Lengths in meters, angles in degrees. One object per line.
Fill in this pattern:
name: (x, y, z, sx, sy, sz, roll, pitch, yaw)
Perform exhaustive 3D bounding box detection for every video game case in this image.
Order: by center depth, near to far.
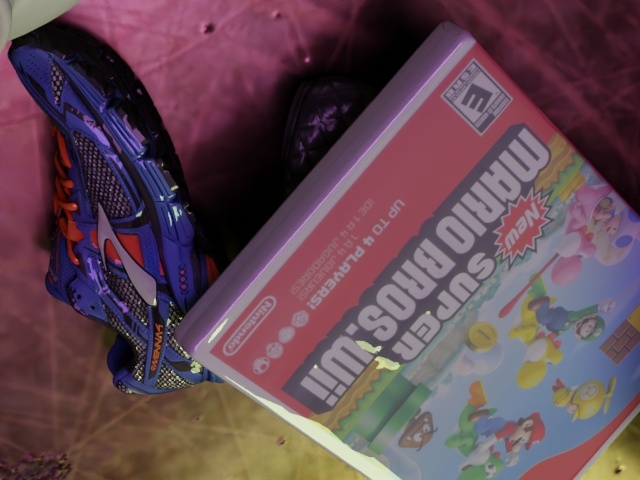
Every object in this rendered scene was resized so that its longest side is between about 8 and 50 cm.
video game case: (0.082, 0.043, 0.848, 0.204, 0.025, 0.285, -49, 130, 2)

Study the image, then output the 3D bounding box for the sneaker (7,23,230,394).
sneaker: (-0.102, -0.004, 0.785, 0.087, 0.083, 0.221, -24, 118, -1)

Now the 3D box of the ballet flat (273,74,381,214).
ballet flat: (0.000, 0.000, 0.825, 0.049, 0.057, 0.173, 14, 112, 14)

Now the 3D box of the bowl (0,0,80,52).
bowl: (-0.182, -0.135, 0.570, 0.298, 0.134, 0.298, -3, 161, -1)
